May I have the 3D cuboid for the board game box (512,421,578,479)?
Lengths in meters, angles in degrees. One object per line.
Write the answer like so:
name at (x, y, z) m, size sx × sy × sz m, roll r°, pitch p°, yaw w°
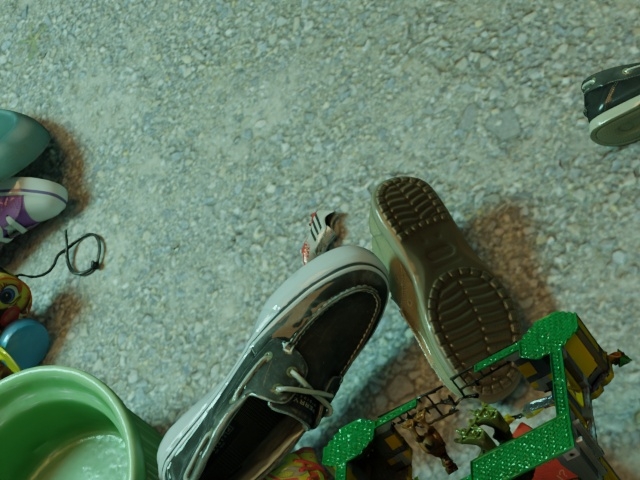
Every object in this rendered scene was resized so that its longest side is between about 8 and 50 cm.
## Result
board game box at (0.234, 0.347, 1.223) m, size 0.316 × 0.064 × 0.242 m, roll 34°, pitch 87°, yaw 42°

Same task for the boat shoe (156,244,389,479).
boat shoe at (-0.034, 0.159, 1.419) m, size 0.335 × 0.121 × 0.119 m, roll -52°, pitch 31°, yaw 7°

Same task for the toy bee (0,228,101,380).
toy bee at (-0.437, 0.095, 1.772) m, size 0.195 × 0.162 × 0.298 m, roll 0°, pitch 66°, yaw 36°

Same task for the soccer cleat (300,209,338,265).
soccer cleat at (0.000, 0.000, 1.606) m, size 0.036 × 0.029 × 0.083 m, roll -9°, pitch 56°, yaw 36°

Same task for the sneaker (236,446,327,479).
sneaker at (-0.019, 0.264, 1.438) m, size 0.208 × 0.081 × 0.094 m, roll 15°, pitch 73°, yaw 40°

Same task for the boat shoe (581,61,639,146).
boat shoe at (0.377, -0.176, 1.400) m, size 0.233 × 0.084 × 0.079 m, roll -22°, pitch 55°, yaw 28°

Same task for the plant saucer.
plant saucer at (-0.539, -0.115, 1.918) m, size 0.318 × 0.043 × 0.317 m, roll -13°, pitch 25°, yaw 6°

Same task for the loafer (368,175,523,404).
loafer at (0.130, 0.057, 1.443) m, size 0.102 × 0.092 × 0.268 m, roll -16°, pitch 65°, yaw -15°

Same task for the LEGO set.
LEGO set at (0.163, 0.239, 1.211) m, size 0.331 × 0.192 × 0.255 m, roll -34°, pitch 21°, yaw 11°

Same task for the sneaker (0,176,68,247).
sneaker at (-0.475, 0.012, 1.875) m, size 0.282 × 0.102 × 0.161 m, roll -13°, pitch 68°, yaw 11°

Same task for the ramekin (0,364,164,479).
ramekin at (-0.297, 0.308, 1.549) m, size 0.303 × 0.148 × 0.303 m, roll -13°, pitch 59°, yaw 23°
